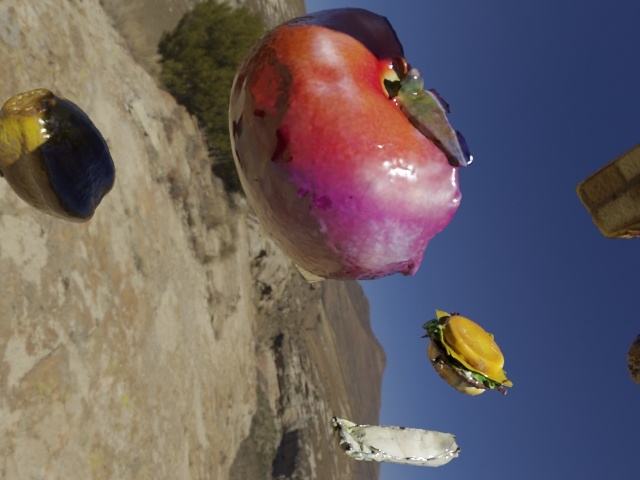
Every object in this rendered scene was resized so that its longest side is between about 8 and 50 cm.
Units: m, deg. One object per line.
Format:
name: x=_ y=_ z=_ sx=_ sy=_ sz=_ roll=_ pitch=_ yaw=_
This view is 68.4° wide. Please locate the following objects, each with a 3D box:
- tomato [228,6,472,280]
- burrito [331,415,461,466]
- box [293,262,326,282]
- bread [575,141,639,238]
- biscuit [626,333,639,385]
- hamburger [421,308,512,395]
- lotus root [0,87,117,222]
tomato: x=-0.015 y=-0.091 z=0.542 sx=0.290 sy=0.176 sz=0.335 roll=-52 pitch=-127 yaw=53
burrito: x=0.121 y=0.307 z=0.707 sx=0.063 sy=0.229 sz=0.058 roll=-39 pitch=-142 yaw=56
box: x=0.000 y=0.000 z=0.879 sx=0.177 sy=0.111 sz=0.111 roll=-103 pitch=-176 yaw=-51
bread: x=0.674 y=-0.104 z=0.995 sx=0.222 sy=0.095 sz=0.182 roll=-46 pitch=-129 yaw=52
biscuit: x=0.694 y=0.207 z=0.908 sx=0.042 sy=0.226 sz=0.226 roll=46 pitch=-3 yaw=-3
hamburger: x=0.268 y=0.217 z=0.896 sx=0.093 sy=0.189 sz=0.164 roll=-54 pitch=-179 yaw=25
lotus root: x=-0.502 y=-0.156 z=0.883 sx=0.291 sy=0.193 sz=0.193 roll=113 pitch=-32 yaw=-62
